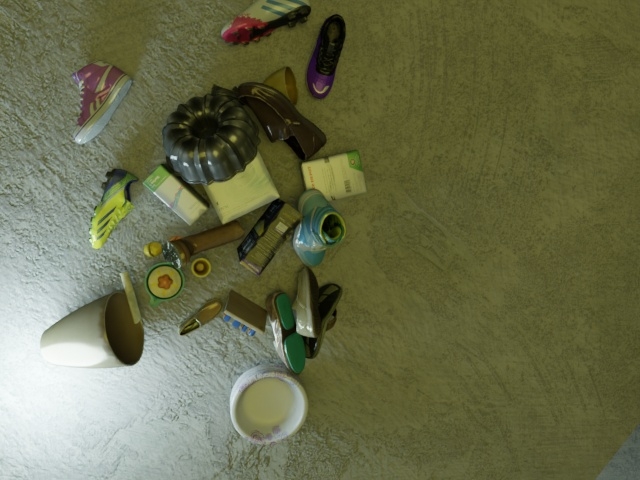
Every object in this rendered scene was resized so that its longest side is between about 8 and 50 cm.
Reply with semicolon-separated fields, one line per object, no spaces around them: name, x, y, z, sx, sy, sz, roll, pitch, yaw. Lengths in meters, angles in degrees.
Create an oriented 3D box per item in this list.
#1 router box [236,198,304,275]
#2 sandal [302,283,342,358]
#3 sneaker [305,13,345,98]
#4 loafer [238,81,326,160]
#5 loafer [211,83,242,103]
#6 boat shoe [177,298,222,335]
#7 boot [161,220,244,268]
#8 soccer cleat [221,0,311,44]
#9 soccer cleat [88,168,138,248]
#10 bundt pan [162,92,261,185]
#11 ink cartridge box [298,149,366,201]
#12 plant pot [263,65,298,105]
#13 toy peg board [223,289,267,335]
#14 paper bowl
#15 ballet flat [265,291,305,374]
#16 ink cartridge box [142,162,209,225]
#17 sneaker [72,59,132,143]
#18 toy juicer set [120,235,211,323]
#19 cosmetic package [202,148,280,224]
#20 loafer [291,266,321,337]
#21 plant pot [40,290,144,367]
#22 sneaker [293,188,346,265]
router box;-0.179;-0.023;1.784;0.081;0.309;0.243;37;90;-13
sandal;0.006;0.303;1.979;0.086;0.120;0.302;15;98;-44
sneaker;0.021;-0.650;1.823;0.102;0.146;0.293;11;95;-12
loafer;-0.138;-0.402;1.791;0.366;0.134;0.130;34;75;-25
loafer;-0.298;-0.511;1.825;0.170;0.062;0.061;3;92;-13
boat shoe;-0.435;0.288;1.897;0.190;0.072;0.068;-40;103;-4
boot;-0.381;0.001;1.751;0.270;0.236;0.089;-20;106;-26
soccer cleat;-0.198;-0.784;1.793;0.331;0.116;0.143;-22;85;-10
soccer cleat;-0.708;-0.101;1.785;0.121;0.093;0.289;18;94;-19
bundt pan;-0.371;-0.351;1.709;0.331;0.124;0.330;-3;63;6
ink cartridge box;0.042;-0.231;1.909;0.220;0.092;0.160;-13;101;-8
plant pot;-0.145;-0.533;1.827;0.095;0.134;0.134;-7;100;17
toy peg board;-0.285;0.282;1.890;0.161;0.160;0.079;33;106;-13
paper bowl;-0.194;0.599;1.947;0.284;0.148;0.284;-1;97;-11
ballet flat;-0.135;0.344;1.945;0.108;0.106;0.315;-11;89;-44
ink cartridge box;-0.488;-0.159;1.785;0.212;0.154;0.093;42;91;-14
sneaker;-0.768;-0.465;1.726;0.161;0.102;0.282;32;80;-10
toy juicer set;-0.566;0.114;1.813;0.329;0.089;0.209;-37;101;-16
cosmetic package;-0.293;-0.207;1.827;0.224;0.138;0.224;-27;100;-7
loafer;-0.060;0.227;1.918;0.092;0.102;0.268;-12;68;19
plant pot;-0.786;0.328;1.765;0.274;0.256;0.256;-14;100;5
sneaker;0.000;0.000;1.829;0.127;0.208;0.319;-19;130;-22
